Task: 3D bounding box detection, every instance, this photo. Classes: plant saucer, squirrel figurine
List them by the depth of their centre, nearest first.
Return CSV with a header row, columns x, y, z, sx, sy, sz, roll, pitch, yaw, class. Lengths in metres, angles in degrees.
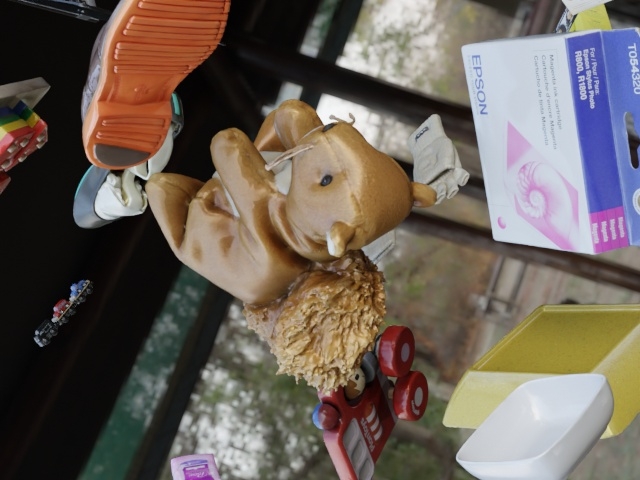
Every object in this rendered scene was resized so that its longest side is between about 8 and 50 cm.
x,y,z,sx,sy,sz,roll,pitch,yaw,class
0.000,0.000,1.686,0.281,0.370,0.397,-24,-79,-37,squirrel figurine
0.399,0.189,1.951,0.333,0.333,0.081,-34,-69,-40,plant saucer

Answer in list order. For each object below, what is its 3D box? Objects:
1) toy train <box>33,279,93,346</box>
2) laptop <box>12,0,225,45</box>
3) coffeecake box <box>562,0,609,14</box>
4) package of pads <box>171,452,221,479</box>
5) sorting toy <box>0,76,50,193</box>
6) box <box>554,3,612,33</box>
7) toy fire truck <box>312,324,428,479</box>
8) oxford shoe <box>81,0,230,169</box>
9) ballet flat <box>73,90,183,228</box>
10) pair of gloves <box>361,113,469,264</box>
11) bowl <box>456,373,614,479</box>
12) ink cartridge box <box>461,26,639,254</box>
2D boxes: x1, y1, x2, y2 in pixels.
x,y,z,sx,sy,sz,roll,pitch,yaw,class
-0.473,0.128,2.230,0.027,0.036,0.158,-22,26,55,toy train
-0.396,-0.468,1.894,0.382,0.236,0.407,0,-110,-64,laptop
0.367,-0.419,1.669,0.142,0.185,0.068,-16,40,40,coffeecake box
-0.137,0.264,1.339,0.083,0.050,0.032,-132,34,-73,package of pads
-0.549,-0.136,1.987,0.257,0.089,0.255,-46,3,14,sorting toy
0.420,-0.287,1.897,0.232,0.058,0.087,-90,16,-46,box
0.074,0.302,2.324,0.254,0.169,0.302,-60,-38,-41,toy fire truck
-0.210,-0.242,1.415,0.363,0.130,0.132,-53,46,43,oxford shoe
-0.286,-0.104,1.803,0.095,0.096,0.280,5,-52,-41,ballet flat
0.142,-0.077,2.016,0.240,0.042,0.204,-47,27,19,pair of gloves
0.224,0.197,1.224,0.142,0.053,0.142,-42,13,-32,bowl
0.356,-0.146,1.810,0.330,0.071,0.324,9,113,60,ink cartridge box
